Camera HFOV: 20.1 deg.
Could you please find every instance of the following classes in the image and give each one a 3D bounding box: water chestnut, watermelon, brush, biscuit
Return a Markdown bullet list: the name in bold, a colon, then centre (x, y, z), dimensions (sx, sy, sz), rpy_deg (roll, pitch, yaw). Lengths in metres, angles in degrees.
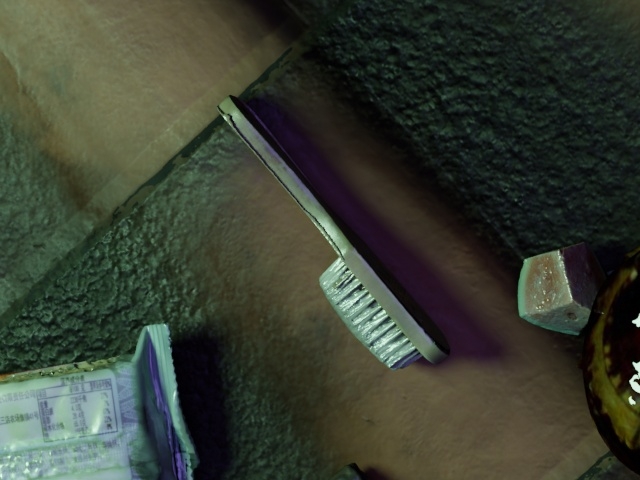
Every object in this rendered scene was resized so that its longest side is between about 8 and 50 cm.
- **water chestnut**: centre (0.388, 0.116, 1.654), dimensions (0.300, 0.300, 0.300), rpy_deg (0, 92, 2)
- **watermelon**: centre (0.229, 0.047, 1.729), dimensions (0.092, 0.072, 0.084), rpy_deg (-30, 74, 7)
- **brush**: centre (0.000, 0.000, 1.739), dimensions (0.065, 0.070, 0.327), rpy_deg (-39, 89, 13)
- **biscuit**: centre (-0.276, 0.197, 1.743), dimensions (0.309, 0.079, 0.186), rpy_deg (-11, 94, 1)

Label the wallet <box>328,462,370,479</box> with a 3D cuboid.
- **wallet**: centre (-0.037, 0.372, 1.761), dimensions (0.309, 0.042, 0.165), rpy_deg (-38, 89, 2)

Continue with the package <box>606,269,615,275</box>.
- **package**: centre (0.331, 0.016, 1.750), dimensions (0.110, 0.015, 0.037), rpy_deg (-35, 90, 1)
